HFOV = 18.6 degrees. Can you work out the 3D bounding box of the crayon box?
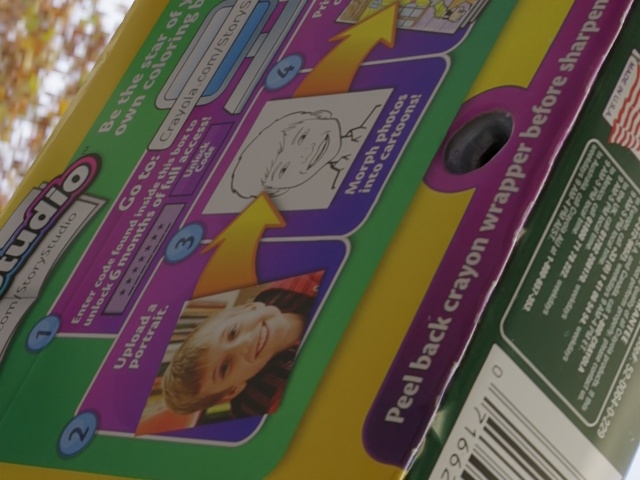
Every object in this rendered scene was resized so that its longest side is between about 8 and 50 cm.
[{"bbox_3d":[0.000,0.000,0.779,0.106,0.313,0.363,46,-120,-32],"label":"crayon box"}]
